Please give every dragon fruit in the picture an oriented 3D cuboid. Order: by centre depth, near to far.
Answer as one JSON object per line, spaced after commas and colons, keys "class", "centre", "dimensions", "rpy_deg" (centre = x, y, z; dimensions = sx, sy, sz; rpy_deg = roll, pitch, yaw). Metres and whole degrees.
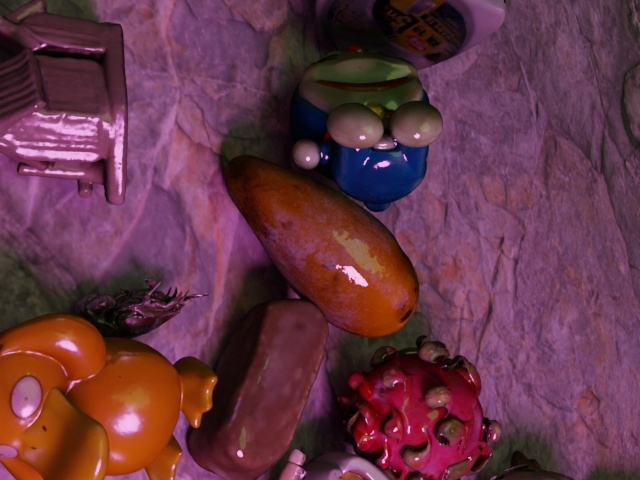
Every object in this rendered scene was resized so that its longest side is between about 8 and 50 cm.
{"class": "dragon fruit", "centre": [0.140, 0.254, 1.314], "dimensions": [0.218, 0.198, 0.273], "rpy_deg": [-105, 170, -45]}

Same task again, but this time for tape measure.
{"class": "tape measure", "centre": [0.121, -0.371, 1.423], "dimensions": [0.259, 0.262, 0.138], "rpy_deg": [26, 53, -36]}

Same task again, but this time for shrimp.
{"class": "shrimp", "centre": [-0.206, 0.076, 1.107], "dimensions": [0.165, 0.056, 0.065], "rpy_deg": [-20, 107, -32]}

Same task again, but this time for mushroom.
{"class": "mushroom", "centre": [-0.081, 0.327, 1.126], "dimensions": [0.187, 0.061, 0.060], "rpy_deg": [-47, 117, -20]}

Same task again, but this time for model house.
{"class": "model house", "centre": [-0.298, -0.162, 1.060], "dimensions": [0.188, 0.122, 0.229], "rpy_deg": [7, 58, -29]}

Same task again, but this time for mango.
{"class": "mango", "centre": [0.000, 0.000, 1.252], "dimensions": [0.316, 0.193, 0.146], "rpy_deg": [45, 79, -4]}

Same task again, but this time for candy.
{"class": "candy", "centre": [-0.074, 0.181, 1.177], "dimensions": [0.102, 0.104, 0.234], "rpy_deg": [36, 55, -26]}

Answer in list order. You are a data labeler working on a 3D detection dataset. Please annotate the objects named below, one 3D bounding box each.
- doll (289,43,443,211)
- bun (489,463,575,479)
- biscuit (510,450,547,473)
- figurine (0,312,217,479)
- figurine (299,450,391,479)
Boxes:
{"class": "doll", "centre": [0.057, -0.154, 1.306], "dimensions": [0.322, 0.199, 0.186], "rpy_deg": [-94, -175, -60]}
{"class": "bun", "centre": [0.319, 0.458, 1.445], "dimensions": [0.239, 0.141, 0.239], "rpy_deg": [8, 78, -41]}
{"class": "biscuit", "centre": [0.353, 0.411, 1.576], "dimensions": [0.130, 0.019, 0.119], "rpy_deg": [18, 66, -40]}
{"class": "figurine", "centre": [-0.246, 0.172, 0.981], "dimensions": [0.228, 0.215, 0.215], "rpy_deg": [-7, 82, -60]}
{"class": "figurine", "centre": [0.022, 0.387, 1.188], "dimensions": [0.176, 0.133, 0.236], "rpy_deg": [-16, 92, -48]}
